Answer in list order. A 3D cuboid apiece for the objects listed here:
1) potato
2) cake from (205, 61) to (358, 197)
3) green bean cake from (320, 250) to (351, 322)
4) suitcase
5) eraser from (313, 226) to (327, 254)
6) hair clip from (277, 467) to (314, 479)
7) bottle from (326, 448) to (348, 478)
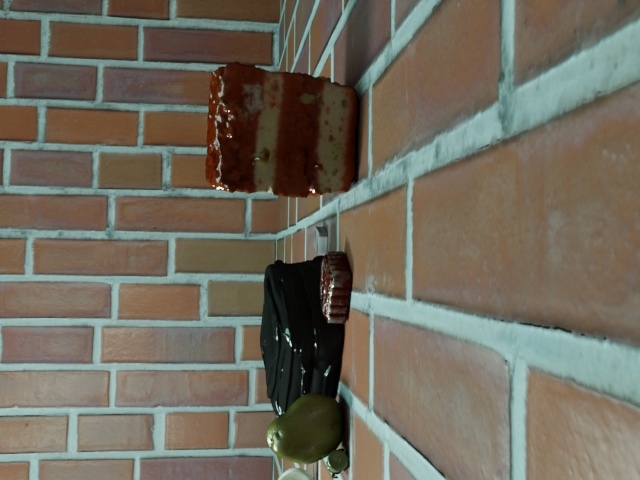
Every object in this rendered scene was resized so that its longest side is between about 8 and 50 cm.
[{"bbox_3d":[-0.036,0.429,1.687,0.157,0.194,0.157,8,100,51],"label":"potato"},{"bbox_3d":[-0.086,-0.240,1.639,0.270,0.320,0.269,-142,55,-74],"label":"cake"},{"bbox_3d":[0.032,0.106,1.693,0.135,0.057,0.135,-104,15,-62],"label":"green bean cake"},{"bbox_3d":[-0.047,0.254,1.890,0.339,0.189,0.345,-106,20,-49],"label":"suitcase"},{"bbox_3d":[0.000,0.000,2.056,0.105,0.026,0.064,-117,32,-74],"label":"eraser"},{"bbox_3d":[-0.083,0.792,2.161,0.113,0.173,0.281,83,-161,-86],"label":"hair clip"},{"bbox_3d":[0.037,0.500,1.669,0.063,0.047,0.101,-46,-15,-21],"label":"bottle"}]
